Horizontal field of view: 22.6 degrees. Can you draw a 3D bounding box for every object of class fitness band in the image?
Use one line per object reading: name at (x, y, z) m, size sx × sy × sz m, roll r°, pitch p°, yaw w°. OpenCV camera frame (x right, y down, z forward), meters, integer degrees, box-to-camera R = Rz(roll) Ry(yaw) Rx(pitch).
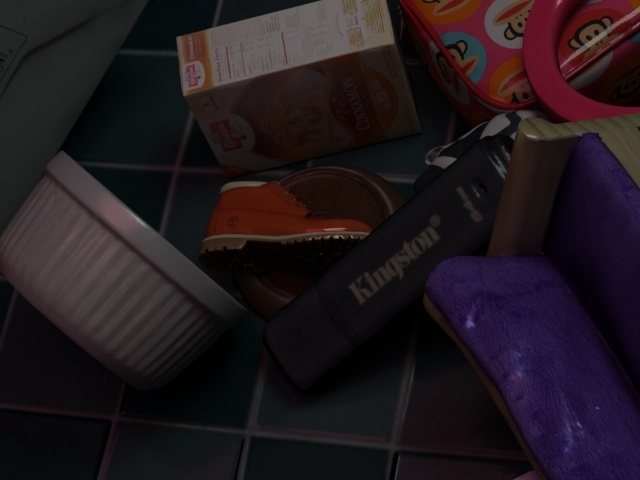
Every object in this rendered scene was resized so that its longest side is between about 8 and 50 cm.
fitness band at (0.299, -0.181, 1.258) m, size 0.291 × 0.054 × 0.209 m, roll -21°, pitch 63°, yaw 13°

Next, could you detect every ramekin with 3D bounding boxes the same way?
ramekin at (-0.173, 0.032, 1.328) m, size 0.207 × 0.207 × 0.109 m, roll 39°, pitch 85°, yaw 28°

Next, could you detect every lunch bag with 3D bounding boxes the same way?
lunch bag at (0.215, -0.235, 1.419) m, size 0.293 × 0.120 × 0.258 m, roll -30°, pitch 59°, yaw -3°

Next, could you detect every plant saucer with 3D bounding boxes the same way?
plant saucer at (0.000, 0.000, 1.399) m, size 0.169 × 0.029 × 0.168 m, roll -6°, pitch 62°, yaw 11°

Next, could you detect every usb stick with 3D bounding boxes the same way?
usb stick at (0.061, 0.022, 1.292) m, size 0.278 × 0.045 × 0.077 m, roll -41°, pitch 64°, yaw 25°

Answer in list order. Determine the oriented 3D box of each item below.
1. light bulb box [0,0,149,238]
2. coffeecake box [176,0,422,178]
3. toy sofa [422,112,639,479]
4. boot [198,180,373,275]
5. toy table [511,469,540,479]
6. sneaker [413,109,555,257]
light bulb box at (-0.403, -0.199, 1.431) m, size 0.361 × 0.225 × 0.358 m, roll 37°, pitch 99°, yaw 27°
coffeecake box at (-0.017, -0.136, 1.410) m, size 0.186 × 0.142 × 0.068 m, roll -13°, pitch 60°, yaw 7°
toy sofa at (0.217, 0.080, 1.076) m, size 0.177 × 0.150 × 0.362 m, roll -9°, pitch 44°, yaw -19°
boot at (-0.023, -0.017, 1.365) m, size 0.158 × 0.059 × 0.084 m, roll 1°, pitch 58°, yaw 16°
toy table at (0.148, 0.303, 1.121) m, size 0.252 × 0.161 × 0.274 m, roll 34°, pitch 74°, yaw 27°
sneaker at (0.135, 0.018, 1.327) m, size 0.153 × 0.094 × 0.234 m, roll -11°, pitch 89°, yaw 43°
